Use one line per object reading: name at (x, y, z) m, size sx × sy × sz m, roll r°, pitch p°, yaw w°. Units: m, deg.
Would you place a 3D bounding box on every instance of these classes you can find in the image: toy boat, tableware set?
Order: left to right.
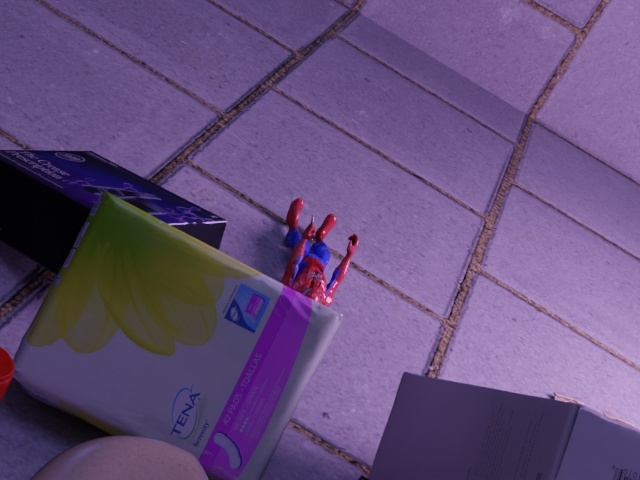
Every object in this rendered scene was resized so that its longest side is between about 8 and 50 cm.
toy boat at (-0.243, 0.242, 1.248) m, size 0.318 × 0.148 × 0.267 m, roll 43°, pitch 31°, yaw 8°
tableware set at (0.418, 0.290, 2.022) m, size 0.141 × 0.020 × 0.168 m, roll 26°, pitch 24°, yaw -12°

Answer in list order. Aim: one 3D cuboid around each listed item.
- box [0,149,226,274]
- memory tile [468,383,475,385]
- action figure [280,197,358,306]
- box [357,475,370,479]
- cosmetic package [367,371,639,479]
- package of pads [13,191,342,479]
box at (-0.275, -0.025, 1.658) m, size 0.261 × 0.103 × 0.184 m, roll 26°, pitch 16°, yaw 34°
memory tile at (0.251, 0.263, 1.894) m, size 0.113 × 0.012 × 0.148 m, roll 28°, pitch 24°, yaw -7°
action figure at (0.000, 0.000, 1.969) m, size 0.091 × 0.139 × 0.280 m, roll 24°, pitch 28°, yaw -12°
box at (0.052, 0.309, 1.494) m, size 0.067 × 0.083 × 0.018 m, roll 31°, pitch 23°, yaw -2°
cosmetic package at (0.238, 0.259, 1.497) m, size 0.217 × 0.156 × 0.385 m, roll 22°, pitch -7°, yaw -23°
package of pads at (-0.158, 0.116, 1.459) m, size 0.296 × 0.229 × 0.101 m, roll 28°, pitch -9°, yaw -7°
